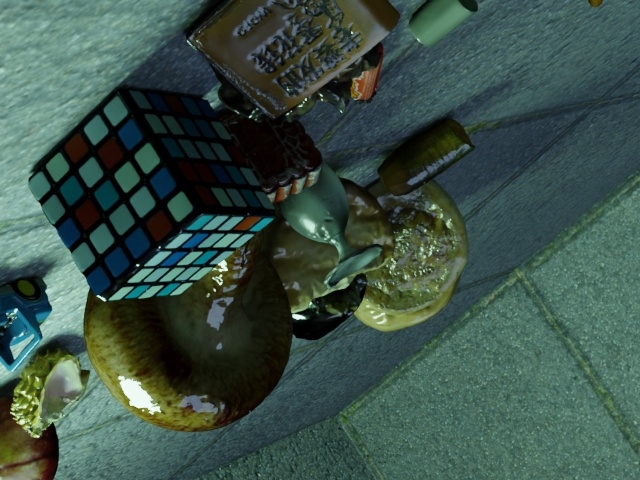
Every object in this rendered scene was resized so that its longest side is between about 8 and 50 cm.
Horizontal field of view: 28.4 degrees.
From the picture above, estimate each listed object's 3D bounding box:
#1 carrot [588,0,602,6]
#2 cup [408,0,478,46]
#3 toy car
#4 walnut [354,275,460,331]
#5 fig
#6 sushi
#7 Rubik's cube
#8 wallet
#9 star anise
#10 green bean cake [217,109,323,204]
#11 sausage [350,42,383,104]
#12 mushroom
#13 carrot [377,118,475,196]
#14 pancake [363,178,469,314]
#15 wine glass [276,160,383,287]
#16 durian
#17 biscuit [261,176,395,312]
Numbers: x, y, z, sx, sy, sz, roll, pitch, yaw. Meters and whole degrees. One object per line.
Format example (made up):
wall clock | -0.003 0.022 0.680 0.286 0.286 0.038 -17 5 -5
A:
carrot | 0.434 -0.397 2.002 0.037 0.037 0.190 -36 167 12
cup | 0.163 -0.311 1.706 0.054 0.075 0.083 29 129 -32
toy car | -0.439 0.122 1.717 0.097 0.100 0.191 -45 166 29
walnut | 0.159 0.059 2.517 0.257 0.257 0.224 -32 147 -6
fig | -0.560 0.368 2.095 0.204 0.186 0.249 -22 180 35
sushi | -0.037 0.082 2.256 0.204 0.200 0.213 -46 -179 42
Rubik's cube | -0.198 -0.052 1.496 0.184 0.182 0.187 -38 165 20
wallet | -0.029 -0.233 1.386 0.195 0.042 0.161 -35 129 19
star anise | -0.009 -0.214 1.533 0.236 0.109 0.223 -13 151 -49
green bean cake | -0.080 -0.113 1.639 0.136 0.135 0.056 -28 164 -21
sausage | 0.062 -0.236 1.717 0.048 0.050 0.145 10 160 -1
mushroom | -0.152 0.093 1.847 0.356 0.334 0.331 -27 168 22
carrot | 0.182 -0.145 2.206 0.173 0.082 0.082 -36 166 3
pancake | 0.153 0.010 2.363 0.282 0.282 0.049 -33 -154 2
wine glass | -0.007 -0.049 1.829 0.103 0.222 0.103 -30 165 -9
durian | -0.450 0.238 2.104 0.078 0.140 0.224 9 -174 13
biscuit | -0.001 0.000 2.084 0.274 0.213 0.091 -18 -163 -33
